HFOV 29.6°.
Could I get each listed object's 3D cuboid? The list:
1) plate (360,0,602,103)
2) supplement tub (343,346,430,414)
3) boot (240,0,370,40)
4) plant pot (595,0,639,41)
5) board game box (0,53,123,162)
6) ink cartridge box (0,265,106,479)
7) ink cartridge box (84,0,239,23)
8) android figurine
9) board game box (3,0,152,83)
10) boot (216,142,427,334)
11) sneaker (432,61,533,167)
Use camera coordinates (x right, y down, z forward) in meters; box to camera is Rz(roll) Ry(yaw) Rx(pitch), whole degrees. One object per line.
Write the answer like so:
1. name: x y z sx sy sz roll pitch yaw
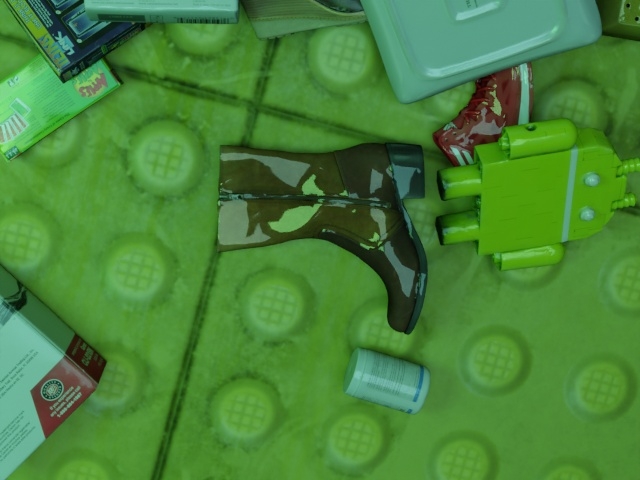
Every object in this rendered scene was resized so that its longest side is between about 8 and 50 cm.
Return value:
1. plate: 0.183 -0.314 1.479 0.278 0.045 0.277 -17 121 12
2. supplement tub: 0.092 0.194 1.676 0.107 0.071 0.071 19 99 -7
3. boot: 0.006 -0.377 1.550 0.248 0.090 0.206 -10 103 2
4. plant pot: 0.407 -0.307 1.594 0.081 0.083 0.081 8 99 -5
5. board game box: -0.360 -0.192 1.587 0.181 0.043 0.092 -34 101 3
6. ink cartridge box: -0.454 0.153 1.611 0.197 0.114 0.273 -45 101 6
7. ink cartridge box: -0.193 -0.387 1.501 0.189 0.066 0.232 0 80 -4
8. android figurine: 0.289 -0.061 1.603 0.273 0.056 0.248 -7 134 -5
9. board game box: -0.318 -0.308 1.533 0.141 0.048 0.170 -35 86 -8
10. boot: 0.000 0.000 1.621 0.281 0.096 0.264 -3 101 -2
11. sneaker: 0.211 -0.179 1.606 0.128 0.087 0.221 -7 100 -4
